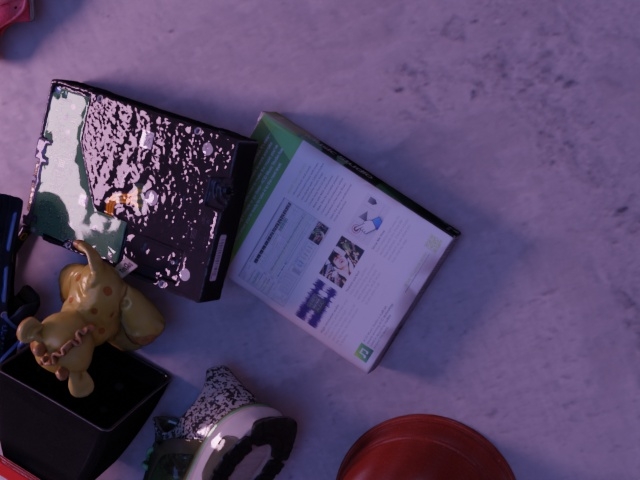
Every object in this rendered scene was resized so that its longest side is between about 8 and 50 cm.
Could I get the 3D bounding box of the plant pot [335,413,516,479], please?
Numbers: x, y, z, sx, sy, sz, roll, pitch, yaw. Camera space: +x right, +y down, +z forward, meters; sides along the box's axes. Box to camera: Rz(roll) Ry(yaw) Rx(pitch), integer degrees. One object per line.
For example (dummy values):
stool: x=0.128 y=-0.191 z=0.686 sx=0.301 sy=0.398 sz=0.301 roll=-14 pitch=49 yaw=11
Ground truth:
plant pot: x=0.113 y=0.392 z=1.577 sx=0.272 sy=0.265 sz=0.272 roll=2 pitch=97 yaw=16

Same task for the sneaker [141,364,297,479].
sneaker: x=-0.203 y=0.347 z=1.760 sx=0.410 sy=0.158 sz=0.182 roll=-49 pitch=51 yaw=17

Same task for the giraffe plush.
giraffe plush: x=-0.333 y=0.124 z=1.684 sx=0.181 sy=0.210 sz=0.170 roll=34 pitch=61 yaw=5

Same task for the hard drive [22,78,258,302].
hard drive: x=-0.262 y=-0.075 z=1.709 sx=0.339 sy=0.064 sz=0.237 roll=19 pitch=101 yaw=26

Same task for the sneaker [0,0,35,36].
sneaker: x=-0.453 y=-0.389 z=1.757 sx=0.136 sy=0.116 sz=0.314 roll=38 pitch=112 yaw=-1

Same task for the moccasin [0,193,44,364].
moccasin: x=-0.466 y=0.098 z=1.763 sx=0.117 sy=0.138 sz=0.342 roll=-6 pitch=116 yaw=-12

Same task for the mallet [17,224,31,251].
mallet: x=-0.505 y=0.053 z=1.832 sx=0.190 sy=0.062 sz=0.039 roll=-60 pitch=36 yaw=10

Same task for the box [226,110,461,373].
box: x=0.000 y=0.000 z=1.678 sx=0.322 sy=0.058 sz=0.232 roll=34 pitch=105 yaw=9

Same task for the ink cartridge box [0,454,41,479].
ink cartridge box: x=-0.438 y=0.377 z=1.770 sx=0.181 sy=0.225 sz=0.056 roll=28 pitch=69 yaw=12

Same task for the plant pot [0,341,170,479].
plant pot: x=-0.361 y=0.256 z=1.755 sx=0.188 sy=0.187 sz=0.167 roll=28 pitch=116 yaw=11
